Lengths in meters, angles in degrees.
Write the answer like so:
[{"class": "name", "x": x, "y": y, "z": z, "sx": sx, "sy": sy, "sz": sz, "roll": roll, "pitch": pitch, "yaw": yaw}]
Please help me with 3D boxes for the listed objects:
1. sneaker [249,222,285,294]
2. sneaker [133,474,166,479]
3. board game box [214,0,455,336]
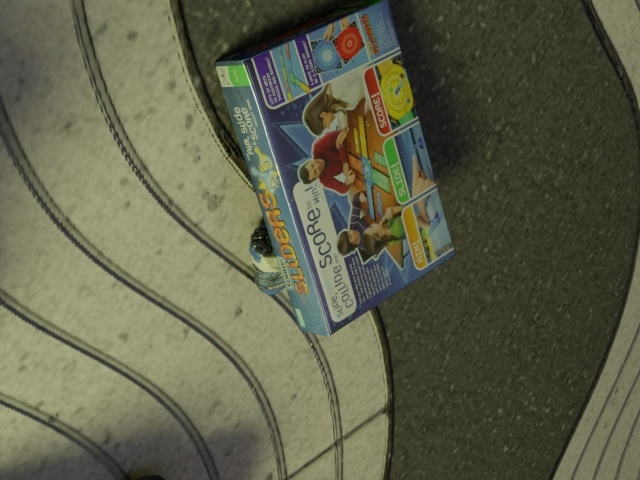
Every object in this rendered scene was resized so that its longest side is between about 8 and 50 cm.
[{"class": "sneaker", "x": 0.000, "y": 0.000, "z": 0.911, "sx": 0.135, "sy": 0.052, "sz": 0.058, "roll": -23, "pitch": 140, "yaw": -32}, {"class": "sneaker", "x": -0.073, "y": 0.265, "z": 0.924, "sx": 0.321, "sy": 0.124, "sz": 0.180, "roll": -10, "pitch": 121, "yaw": -45}, {"class": "board game box", "x": 0.016, "y": -0.053, "z": 0.845, "sx": 0.136, "sy": 0.035, "sz": 0.201, "roll": -29, "pitch": 112, "yaw": -34}]
